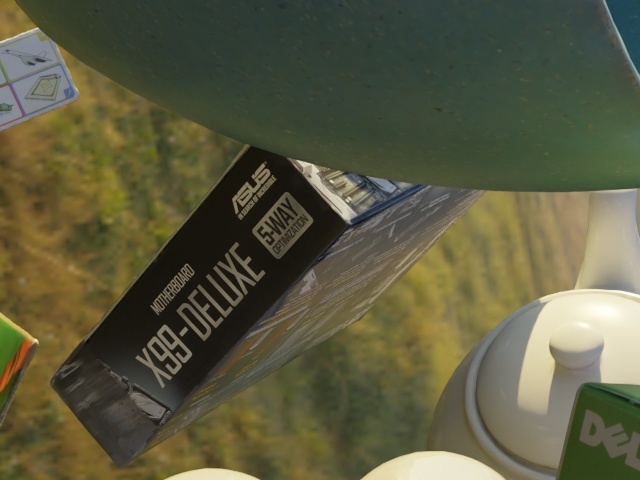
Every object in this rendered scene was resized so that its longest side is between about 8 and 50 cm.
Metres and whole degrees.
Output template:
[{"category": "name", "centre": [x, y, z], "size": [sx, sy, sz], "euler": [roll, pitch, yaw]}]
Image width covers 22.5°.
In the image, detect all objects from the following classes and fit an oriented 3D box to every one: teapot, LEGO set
[{"category": "teapot", "centre": [0.174, 0.126, 1.025], "size": [0.256, 0.252, 0.187], "euler": [49, -15, 42]}, {"category": "LEGO set", "centre": [-0.182, -0.164, 0.938], "size": [0.060, 0.244, 0.182], "euler": [-18, -83, 61]}]

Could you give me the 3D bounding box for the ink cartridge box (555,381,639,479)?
[{"category": "ink cartridge box", "centre": [0.115, 0.094, 0.422], "size": [0.109, 0.062, 0.209], "euler": [6, 100, -34]}]

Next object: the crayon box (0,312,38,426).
[{"category": "crayon box", "centre": [-0.236, 0.152, 0.650], "size": [0.318, 0.081, 0.202], "euler": [-59, -164, -8]}]

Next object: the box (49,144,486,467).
[{"category": "box", "centre": [0.000, 0.000, 1.031], "size": [0.076, 0.242, 0.307], "euler": [49, 34, 9]}]

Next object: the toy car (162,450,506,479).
[{"category": "toy car", "centre": [0.004, 0.169, 0.559], "size": [0.136, 0.182, 0.159], "euler": [-111, -159, -59]}]

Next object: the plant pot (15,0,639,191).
[{"category": "plant pot", "centre": [-0.001, -0.144, 0.498], "size": [0.290, 0.195, 0.290], "euler": [39, 46, -56]}]
